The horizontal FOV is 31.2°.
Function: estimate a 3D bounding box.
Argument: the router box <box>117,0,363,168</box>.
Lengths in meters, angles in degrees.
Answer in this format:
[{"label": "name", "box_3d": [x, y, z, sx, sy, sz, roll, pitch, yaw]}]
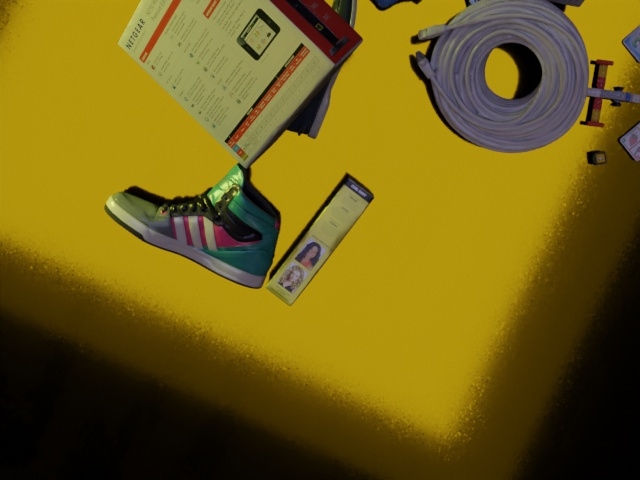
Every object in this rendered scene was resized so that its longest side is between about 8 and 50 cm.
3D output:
[{"label": "router box", "box_3d": [-0.135, -0.309, 1.779, 0.301, 0.335, 0.082, 45, 54, -3]}]

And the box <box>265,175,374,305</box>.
[{"label": "box", "box_3d": [0.000, 0.000, 1.933, 0.058, 0.087, 0.232, 37, 97, -2]}]

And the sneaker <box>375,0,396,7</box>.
[{"label": "sneaker", "box_3d": [0.163, -0.475, 1.885, 0.240, 0.091, 0.126, -35, 114, 4]}]

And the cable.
[{"label": "cable", "box_3d": [0.309, -0.271, 1.867, 0.257, 0.089, 0.257, -21, 100, 20]}]

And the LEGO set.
[{"label": "LEGO set", "box_3d": [0.528, -0.239, 1.917, 0.244, 0.060, 0.182, -39, 92, 5]}]

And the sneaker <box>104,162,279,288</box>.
[{"label": "sneaker", "box_3d": [-0.193, -0.056, 1.903, 0.295, 0.124, 0.178, 25, 101, -11]}]

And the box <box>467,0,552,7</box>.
[{"label": "box", "box_3d": [0.310, -0.421, 1.908, 0.137, 0.027, 0.094, -17, 98, 2]}]

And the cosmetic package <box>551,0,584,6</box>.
[{"label": "cosmetic package", "box_3d": [0.374, -0.494, 1.814, 0.151, 0.151, 0.183, 12, 79, -2]}]

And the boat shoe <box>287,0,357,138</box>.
[{"label": "boat shoe", "box_3d": [-0.005, -0.296, 1.893, 0.079, 0.095, 0.254, 16, 109, -7]}]
